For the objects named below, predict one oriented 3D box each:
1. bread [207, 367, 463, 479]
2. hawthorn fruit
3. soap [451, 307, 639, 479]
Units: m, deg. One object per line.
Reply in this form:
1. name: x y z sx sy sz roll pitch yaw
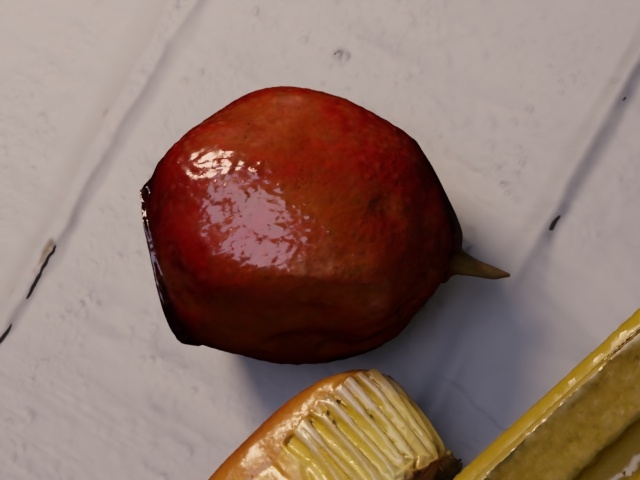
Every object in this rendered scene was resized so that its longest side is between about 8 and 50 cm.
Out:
1. bread: -0.005 0.173 1.016 0.190 0.132 0.114 -42 67 0
2. hawthorn fruit: 0.000 0.000 1.043 0.251 0.189 0.189 12 79 14
3. soap: 0.191 0.172 0.942 0.315 0.091 0.199 -45 91 2
